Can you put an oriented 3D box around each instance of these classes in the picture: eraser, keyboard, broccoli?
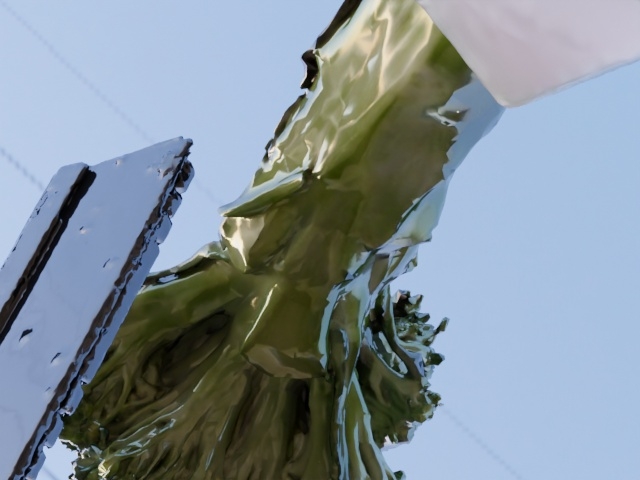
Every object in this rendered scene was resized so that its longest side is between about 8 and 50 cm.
[{"bbox_3d":[0.171,-0.171,0.592,0.287,0.130,0.086,-43,-82,-21],"label":"eraser"},{"bbox_3d":[-0.103,0.057,0.476,0.072,0.231,0.023,-13,-49,38],"label":"keyboard"},{"bbox_3d":[0.019,0.013,0.762,0.252,0.221,0.361,39,-60,-24],"label":"broccoli"}]
